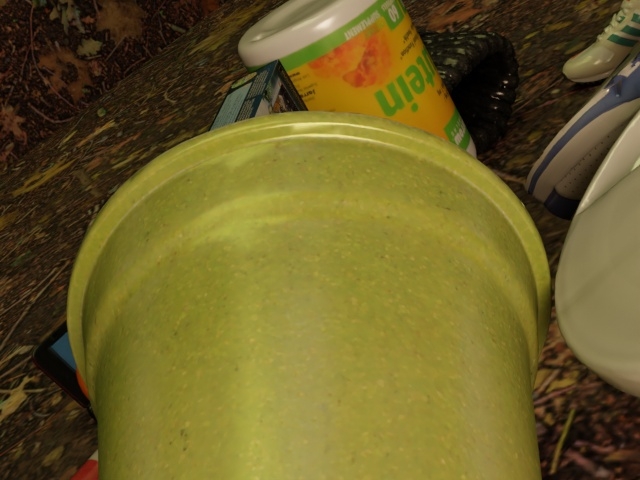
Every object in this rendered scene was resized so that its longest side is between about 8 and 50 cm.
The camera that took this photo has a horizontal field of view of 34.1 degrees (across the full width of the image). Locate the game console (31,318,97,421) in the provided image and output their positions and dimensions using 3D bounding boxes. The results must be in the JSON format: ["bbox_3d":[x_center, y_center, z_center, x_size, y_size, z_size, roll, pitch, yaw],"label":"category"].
[{"bbox_3d":[-0.175,0.094,0.986,0.124,0.085,0.144,-7,32,48],"label":"game console"}]

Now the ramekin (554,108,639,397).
[{"bbox_3d":[0.250,-0.017,0.500,0.273,0.127,0.273,-51,12,15],"label":"ramekin"}]

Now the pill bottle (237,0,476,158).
[{"bbox_3d":[0.048,-0.092,0.876,0.136,0.246,0.136,-27,22,11],"label":"pill bottle"}]

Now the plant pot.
[{"bbox_3d":[0.001,0.120,0.497,0.276,0.276,0.254,-26,33,14],"label":"plant pot"}]

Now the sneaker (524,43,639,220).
[{"bbox_3d":[0.282,-0.072,0.694,0.127,0.182,0.315,-43,-5,-33],"label":"sneaker"}]

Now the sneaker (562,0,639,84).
[{"bbox_3d":[0.310,-0.220,1.048,0.161,0.075,0.057,-25,22,15],"label":"sneaker"}]

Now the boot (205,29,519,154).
[{"bbox_3d":[0.025,-0.091,1.079,0.260,0.131,0.348,21,75,38],"label":"boot"}]

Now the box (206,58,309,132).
[{"bbox_3d":[0.000,0.000,0.751,0.044,0.233,0.159,-25,21,16],"label":"box"}]

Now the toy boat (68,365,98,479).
[{"bbox_3d":[-0.116,0.124,0.744,0.151,0.151,0.231,-9,30,45],"label":"toy boat"}]
